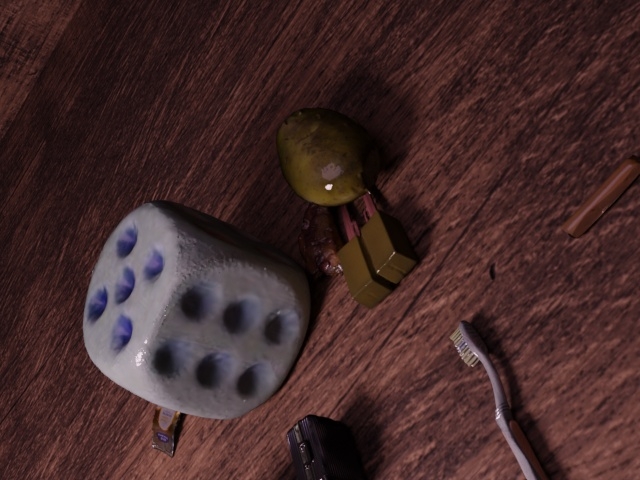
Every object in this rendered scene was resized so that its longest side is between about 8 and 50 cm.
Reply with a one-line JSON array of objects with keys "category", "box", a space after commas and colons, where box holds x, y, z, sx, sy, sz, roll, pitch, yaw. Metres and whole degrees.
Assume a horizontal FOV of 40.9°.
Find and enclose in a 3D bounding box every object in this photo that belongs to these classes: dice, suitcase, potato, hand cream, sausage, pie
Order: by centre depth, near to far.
[{"category": "sausage", "box": [0.326, -0.051, 0.990, 0.116, 0.026, 0.026, -51, 40, 20]}, {"category": "suitcase", "box": [0.006, 0.299, 1.152, 0.059, 0.086, 0.126, -44, 43, 25]}, {"category": "potato", "box": [0.011, -0.128, 1.338, 0.149, 0.113, 0.251, -39, 41, -5]}, {"category": "dice", "box": [-0.194, 0.106, 1.350, 0.262, 0.268, 0.264, 33, 97, 52]}, {"category": "pie", "box": [0.000, 0.000, 1.358, 0.092, 0.034, 0.169, -42, 44, 25]}, {"category": "hand cream", "box": [-0.263, 0.298, 1.527, 0.062, 0.039, 0.163, 12, 83, 37]}]

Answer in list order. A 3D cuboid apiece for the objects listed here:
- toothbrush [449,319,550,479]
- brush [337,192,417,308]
[{"category": "toothbrush", "box": [0.227, 0.234, 0.962, 0.037, 0.028, 0.375, -53, 39, 28]}, {"category": "brush", "box": [0.065, -0.016, 1.279, 0.103, 0.047, 0.233, -47, 36, 24]}]
